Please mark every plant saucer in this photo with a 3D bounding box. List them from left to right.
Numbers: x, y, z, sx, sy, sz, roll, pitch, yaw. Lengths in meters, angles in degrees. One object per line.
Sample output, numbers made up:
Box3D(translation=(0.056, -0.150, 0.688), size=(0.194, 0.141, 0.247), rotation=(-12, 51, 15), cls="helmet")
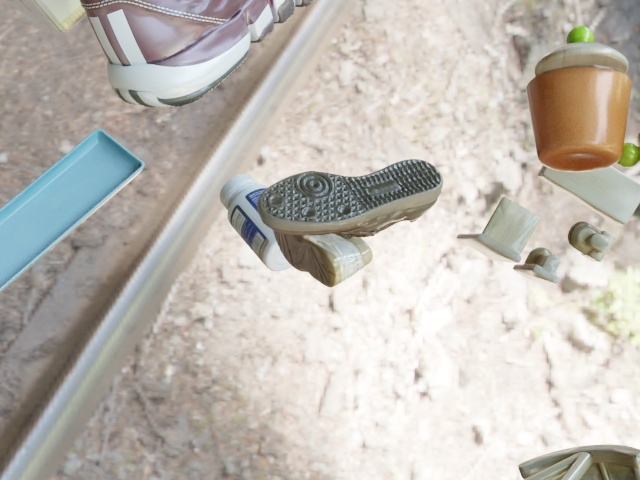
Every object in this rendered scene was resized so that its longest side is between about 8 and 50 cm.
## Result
Box3D(translation=(-0.251, -0.024, 1.004), size=(0.192, 0.067, 0.018), rotation=(-44, 158, -20), cls="plant saucer")

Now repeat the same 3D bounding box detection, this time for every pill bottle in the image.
Box3D(translation=(-0.069, -0.024, 1.311), size=(0.067, 0.120, 0.067), rotation=(-28, 146, -21), cls="pill bottle")

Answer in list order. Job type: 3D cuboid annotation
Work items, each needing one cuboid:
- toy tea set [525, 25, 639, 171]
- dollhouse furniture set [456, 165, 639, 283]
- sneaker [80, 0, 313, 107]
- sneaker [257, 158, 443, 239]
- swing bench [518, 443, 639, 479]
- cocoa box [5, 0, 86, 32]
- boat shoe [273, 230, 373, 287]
Box3D(translation=(0.312, -0.104, 0.822), size=(0.336, 0.200, 0.124), rotation=(12, 73, -33), cls="toy tea set")
Box3D(translation=(0.272, -0.030, 1.309), size=(0.144, 0.123, 0.151), rotation=(31, 87, -3), cls="dollhouse furniture set")
Box3D(translation=(-0.058, -0.226, 0.711), size=(0.281, 0.106, 0.162), rotation=(-51, 130, -31), cls="sneaker")
Box3D(translation=(0.028, -0.024, 1.028), size=(0.188, 0.071, 0.066), rotation=(-10, 54, -23), cls="sneaker")
Box3D(translation=(0.297, 0.413, 1.332), size=(0.254, 0.165, 0.253), rotation=(-24, 99, -33), cls="swing bench")
Box3D(translation=(-0.254, -0.374, 0.850), size=(0.228, 0.231, 0.347), rotation=(-44, 121, -7), cls="cocoa box")
Box3D(translation=(0.000, 0.000, 1.145), size=(0.059, 0.170, 0.063), rotation=(-19, 119, -20), cls="boat shoe")
